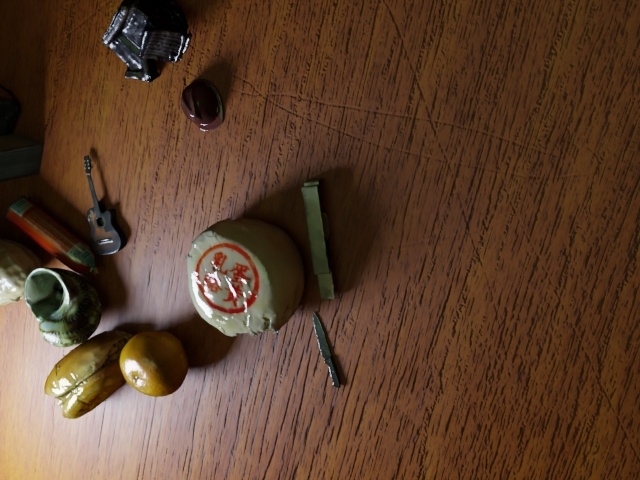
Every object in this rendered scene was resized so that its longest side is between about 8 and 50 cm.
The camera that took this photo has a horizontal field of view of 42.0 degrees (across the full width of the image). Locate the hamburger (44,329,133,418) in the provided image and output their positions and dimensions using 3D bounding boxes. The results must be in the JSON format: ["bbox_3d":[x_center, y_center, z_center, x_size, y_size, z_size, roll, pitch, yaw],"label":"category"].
[{"bbox_3d":[-0.550,0.314,1.959,0.283,0.157,0.144,-40,84,29],"label":"hamburger"}]

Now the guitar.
[{"bbox_3d":[-0.511,-0.081,1.920,0.088,0.025,0.233,-9,97,26],"label":"guitar"}]

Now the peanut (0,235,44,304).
[{"bbox_3d":[-0.817,0.057,2.025,0.340,0.158,0.174,20,140,24],"label":"peanut"}]

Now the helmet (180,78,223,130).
[{"bbox_3d":[-0.256,-0.281,1.737,0.089,0.057,0.111,-22,92,25],"label":"helmet"}]

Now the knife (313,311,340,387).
[{"bbox_3d":[0.011,0.233,1.765,0.023,0.010,0.170,-16,93,21],"label":"knife"}]

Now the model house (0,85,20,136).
[{"bbox_3d":[-0.887,-0.304,1.896,0.253,0.291,0.184,35,109,14],"label":"model house"}]

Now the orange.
[{"bbox_3d":[-0.370,0.273,1.878,0.159,0.136,0.159,17,126,25],"label":"orange"}]

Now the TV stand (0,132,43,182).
[{"bbox_3d":[-0.753,-0.177,1.869,0.088,0.269,0.082,23,111,18],"label":"TV stand"}]

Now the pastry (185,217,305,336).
[{"bbox_3d":[-0.159,0.077,1.740,0.265,0.133,0.264,8,110,23],"label":"pastry"}]

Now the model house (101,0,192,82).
[{"bbox_3d":[-0.353,-0.425,1.729,0.164,0.141,0.203,37,138,-11],"label":"model house"}]

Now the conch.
[{"bbox_3d":[-0.602,0.161,1.951,0.187,0.124,0.181,25,95,8],"label":"conch"}]

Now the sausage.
[{"bbox_3d":[-0.621,0.000,1.960,0.264,0.083,0.083,37,114,11],"label":"sausage"}]

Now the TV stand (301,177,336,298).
[{"bbox_3d":[0.000,0.000,1.696,0.036,0.042,0.249,-4,101,21],"label":"TV stand"}]
